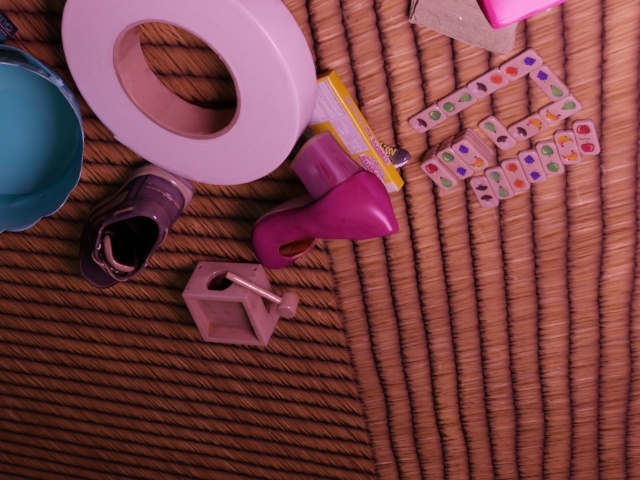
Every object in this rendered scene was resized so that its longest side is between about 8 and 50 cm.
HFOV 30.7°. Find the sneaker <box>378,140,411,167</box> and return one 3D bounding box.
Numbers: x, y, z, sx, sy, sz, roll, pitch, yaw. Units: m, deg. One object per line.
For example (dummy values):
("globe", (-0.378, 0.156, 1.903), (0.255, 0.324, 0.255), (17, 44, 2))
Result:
("sneaker", (0.093, -0.129, 1.732), (0.083, 0.031, 0.035), (3, 135, 23))

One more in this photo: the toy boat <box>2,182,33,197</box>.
("toy boat", (-0.546, -0.094, 2.013), (0.231, 0.151, 0.151), (1, 163, 24))

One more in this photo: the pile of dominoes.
("pile of dominoes", (0.257, -0.139, 1.638), (0.196, 0.040, 0.251), (42, 136, -20))

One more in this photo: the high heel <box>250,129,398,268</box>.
("high heel", (0.000, 0.000, 1.769), (0.181, 0.127, 0.377), (53, 156, 14))

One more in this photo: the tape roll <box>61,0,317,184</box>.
("tape roll", (-0.193, -0.249, 1.685), (0.392, 0.072, 0.392), (17, 138, 16))

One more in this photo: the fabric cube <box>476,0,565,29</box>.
("fabric cube", (0.218, -0.414, 1.147), (0.254, 0.259, 0.258), (-24, 125, 9))

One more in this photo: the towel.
("towel", (0.190, -0.305, 1.504), (0.148, 0.027, 0.110), (20, 138, 6))

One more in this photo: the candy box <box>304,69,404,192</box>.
("candy box", (0.031, -0.150, 1.715), (0.105, 0.027, 0.206), (-12, 120, 42))

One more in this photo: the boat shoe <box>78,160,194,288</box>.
("boat shoe", (-0.344, -0.005, 1.994), (0.132, 0.130, 0.355), (33, 138, -10))

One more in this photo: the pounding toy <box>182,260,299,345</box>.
("pounding toy", (-0.124, 0.089, 2.017), (0.206, 0.094, 0.181), (2, 135, 23))

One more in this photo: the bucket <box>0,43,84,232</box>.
("bucket", (-0.492, -0.160, 1.781), (0.281, 0.183, 0.281), (-2, 108, -7))

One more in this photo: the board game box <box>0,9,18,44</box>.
("board game box", (-0.571, -0.368, 1.796), (0.126, 0.026, 0.186), (-18, 125, 37))
